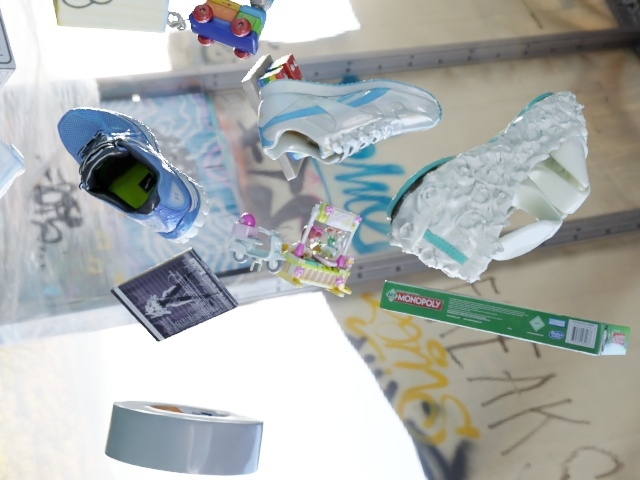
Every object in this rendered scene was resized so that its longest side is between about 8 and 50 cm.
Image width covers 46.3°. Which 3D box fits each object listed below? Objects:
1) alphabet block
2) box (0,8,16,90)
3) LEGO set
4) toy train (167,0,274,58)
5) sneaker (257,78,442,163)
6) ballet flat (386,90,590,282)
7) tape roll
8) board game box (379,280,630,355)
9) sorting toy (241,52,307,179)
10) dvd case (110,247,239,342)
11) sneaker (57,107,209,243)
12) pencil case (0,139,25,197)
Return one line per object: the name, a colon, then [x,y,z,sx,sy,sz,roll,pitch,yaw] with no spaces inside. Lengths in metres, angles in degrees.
alphabet block: [-0.386,-0.508,1.368,0.193,0.197,0.192,-118,-145,-45]
box: [-0.461,-0.218,0.701,0.087,0.290,0.169,-25,-99,46]
LEGO set: [0.000,0.000,1.004,0.107,0.132,0.287,-68,161,5]
toy train: [-0.231,-0.502,1.604,0.105,0.248,0.143,97,15,-70]
sneaker: [0.036,-0.144,0.932,0.087,0.229,0.092,72,19,-71]
ballet flat: [0.229,-0.058,0.864,0.147,0.409,0.147,21,-54,33]
tape roll: [-0.192,0.278,1.067,0.219,0.219,0.072,157,-57,-74]
board game box: [0.277,0.115,1.118,0.317,0.213,0.046,10,-91,32]
sorting toy: [-0.074,-0.316,1.821,0.257,0.089,0.255,-76,144,-63]
dvd case: [-0.306,0.119,1.566,0.164,0.221,0.018,54,24,-25]
sneaker: [-0.317,-0.127,1.175,0.330,0.130,0.147,36,2,29]
pencil case: [-0.594,-0.053,1.193,0.124,0.273,0.113,5,-34,38]
